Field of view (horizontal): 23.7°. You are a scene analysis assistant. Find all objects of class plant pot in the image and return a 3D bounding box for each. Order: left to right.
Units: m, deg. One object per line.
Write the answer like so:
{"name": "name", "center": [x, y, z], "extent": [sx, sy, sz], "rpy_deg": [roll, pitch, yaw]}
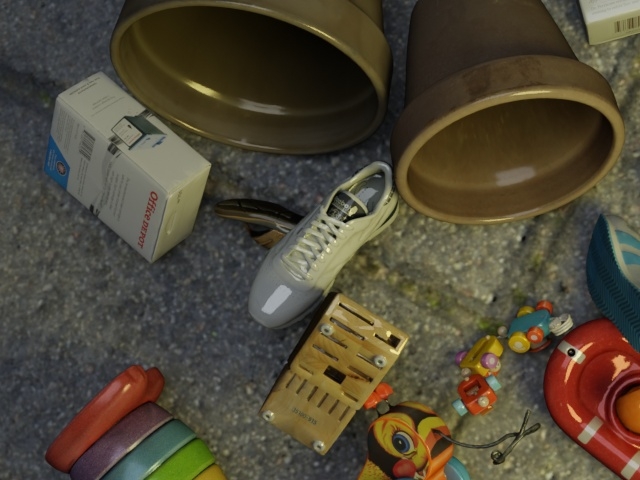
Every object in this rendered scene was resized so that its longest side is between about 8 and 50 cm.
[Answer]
{"name": "plant pot", "center": [-0.053, -0.297, 1.786], "extent": [0.323, 0.323, 0.280], "rpy_deg": [8, 65, 13]}
{"name": "plant pot", "center": [0.192, -0.180, 1.736], "extent": [0.263, 0.263, 0.229], "rpy_deg": [-15, 60, 8]}

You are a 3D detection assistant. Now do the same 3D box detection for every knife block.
{"name": "knife block", "center": [0.032, 0.103, 1.688], "extent": [0.088, 0.276, 0.242], "rpy_deg": [31, 42, -1]}

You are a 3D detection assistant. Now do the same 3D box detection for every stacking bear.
{"name": "stacking bear", "center": [-0.165, 0.304, 1.758], "extent": [0.164, 0.175, 0.289], "rpy_deg": [-43, 82, -1]}

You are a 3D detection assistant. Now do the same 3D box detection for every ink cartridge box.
{"name": "ink cartridge box", "center": [-0.236, -0.088, 1.840], "extent": [0.190, 0.140, 0.082], "rpy_deg": [39, 51, 14]}

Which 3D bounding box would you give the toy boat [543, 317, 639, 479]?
{"name": "toy boat", "center": [0.352, 0.183, 1.670], "extent": [0.231, 0.151, 0.151], "rpy_deg": [38, 89, 15]}

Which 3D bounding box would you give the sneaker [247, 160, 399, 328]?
{"name": "sneaker", "center": [0.000, 0.000, 1.744], "extent": [0.090, 0.095, 0.235], "rpy_deg": [39, 77, 7]}

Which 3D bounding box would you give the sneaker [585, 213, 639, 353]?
{"name": "sneaker", "center": [0.364, 0.050, 1.694], "extent": [0.092, 0.087, 0.229], "rpy_deg": [0, 34, -16]}

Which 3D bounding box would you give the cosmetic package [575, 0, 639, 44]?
{"name": "cosmetic package", "center": [0.342, -0.361, 1.808], "extent": [0.117, 0.085, 0.231], "rpy_deg": [-14, 76, 9]}

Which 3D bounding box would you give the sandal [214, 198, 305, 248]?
{"name": "sandal", "center": [-0.047, -0.011, 1.838], "extent": [0.180, 0.072, 0.049], "rpy_deg": [16, 105, 10]}

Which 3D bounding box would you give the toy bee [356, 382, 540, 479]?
{"name": "toy bee", "center": [0.097, 0.242, 1.691], "extent": [0.162, 0.195, 0.298], "rpy_deg": [46, 104, 14]}

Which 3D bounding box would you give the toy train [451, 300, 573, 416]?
{"name": "toy train", "center": [0.217, 0.140, 1.735], "extent": [0.166, 0.125, 0.046], "rpy_deg": [-37, 112, -1]}
